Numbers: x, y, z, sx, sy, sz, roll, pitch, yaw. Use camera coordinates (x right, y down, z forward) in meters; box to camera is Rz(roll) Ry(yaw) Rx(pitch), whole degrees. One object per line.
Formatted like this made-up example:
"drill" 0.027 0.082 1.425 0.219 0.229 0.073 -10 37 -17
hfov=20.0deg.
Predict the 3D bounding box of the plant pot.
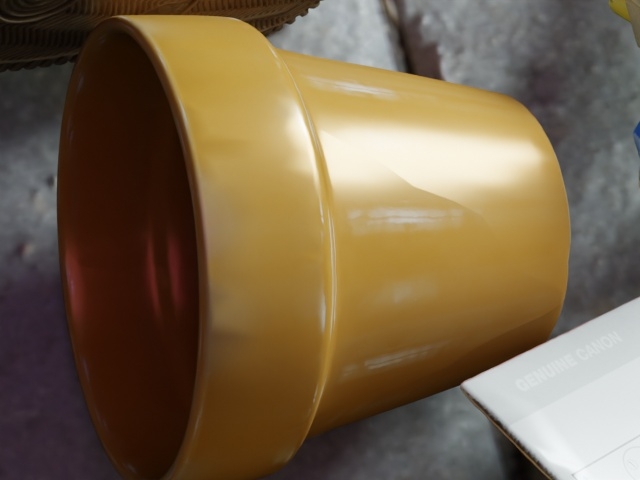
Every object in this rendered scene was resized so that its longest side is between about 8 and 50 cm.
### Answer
"plant pot" 0.000 0.000 0.811 0.188 0.205 0.205 -5 76 -23

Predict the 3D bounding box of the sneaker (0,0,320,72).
"sneaker" -0.117 -0.167 0.824 0.282 0.099 0.153 -10 69 -53

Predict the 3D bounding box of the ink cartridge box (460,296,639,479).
"ink cartridge box" 0.232 0.122 0.795 0.296 0.066 0.261 -20 52 -42

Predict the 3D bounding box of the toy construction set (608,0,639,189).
"toy construction set" 0.195 -0.185 0.889 0.215 0.151 0.328 -25 61 5
